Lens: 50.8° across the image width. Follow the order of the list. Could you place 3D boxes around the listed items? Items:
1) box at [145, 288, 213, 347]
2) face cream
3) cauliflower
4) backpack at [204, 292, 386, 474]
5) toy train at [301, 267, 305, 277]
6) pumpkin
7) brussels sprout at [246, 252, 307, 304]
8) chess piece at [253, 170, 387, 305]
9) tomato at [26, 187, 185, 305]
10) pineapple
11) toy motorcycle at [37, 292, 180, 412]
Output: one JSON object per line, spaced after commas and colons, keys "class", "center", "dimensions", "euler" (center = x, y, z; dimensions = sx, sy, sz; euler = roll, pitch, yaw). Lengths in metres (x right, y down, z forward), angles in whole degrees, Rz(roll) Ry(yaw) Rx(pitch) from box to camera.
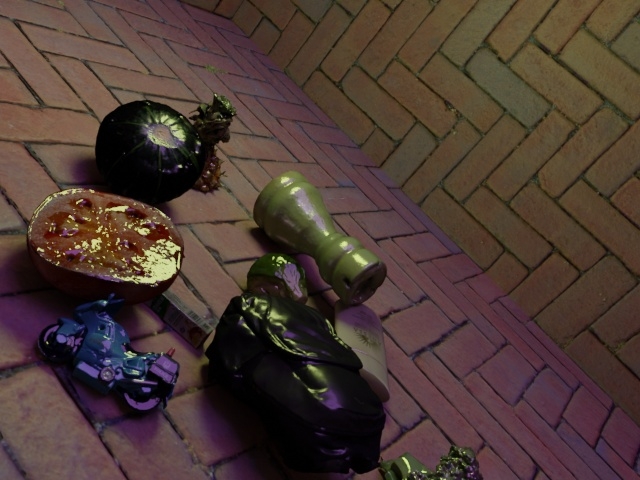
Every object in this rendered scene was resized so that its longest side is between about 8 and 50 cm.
{"class": "box", "center": [-0.339, 0.160, 1.553], "dimensions": [0.207, 0.050, 0.041], "euler": [41, 19, 3]}
{"class": "face cream", "center": [0.115, 0.307, 1.934], "dimensions": [0.173, 0.081, 0.348], "euler": [32, 24, -14]}
{"class": "cauliflower", "center": [0.237, 0.570, 1.533], "dimensions": [0.256, 0.239, 0.315], "euler": [-15, 35, -33]}
{"class": "backpack", "center": [-0.040, 0.321, 1.466], "dimensions": [0.363, 0.255, 0.445], "euler": [19, 17, -43]}
{"class": "toy train", "center": [-0.075, 0.153, 1.967], "dimensions": [0.052, 0.051, 0.234], "euler": [28, 25, -16]}
{"class": "pumpkin", "center": [-0.482, -0.228, 1.859], "dimensions": [0.296, 0.296, 0.296], "euler": [33, 24, -16]}
{"class": "brussels sprout", "center": [-0.111, 0.114, 1.863], "dimensions": [0.183, 0.131, 0.145], "euler": [30, 37, 4]}
{"class": "chess piece", "center": [0.000, 0.000, 2.076], "dimensions": [0.442, 0.234, 0.234], "euler": [45, 22, 29]}
{"class": "tomato", "center": [-0.464, 0.033, 1.450], "dimensions": [0.338, 0.144, 0.338], "euler": [21, 32, -14]}
{"class": "pineapple", "center": [-0.360, -0.330, 2.136], "dimensions": [0.262, 0.272, 0.262], "euler": [32, 24, -16]}
{"class": "toy motorcycle", "center": [-0.391, 0.213, 1.308], "dimensions": [0.272, 0.123, 0.182], "euler": [35, 45, -7]}
